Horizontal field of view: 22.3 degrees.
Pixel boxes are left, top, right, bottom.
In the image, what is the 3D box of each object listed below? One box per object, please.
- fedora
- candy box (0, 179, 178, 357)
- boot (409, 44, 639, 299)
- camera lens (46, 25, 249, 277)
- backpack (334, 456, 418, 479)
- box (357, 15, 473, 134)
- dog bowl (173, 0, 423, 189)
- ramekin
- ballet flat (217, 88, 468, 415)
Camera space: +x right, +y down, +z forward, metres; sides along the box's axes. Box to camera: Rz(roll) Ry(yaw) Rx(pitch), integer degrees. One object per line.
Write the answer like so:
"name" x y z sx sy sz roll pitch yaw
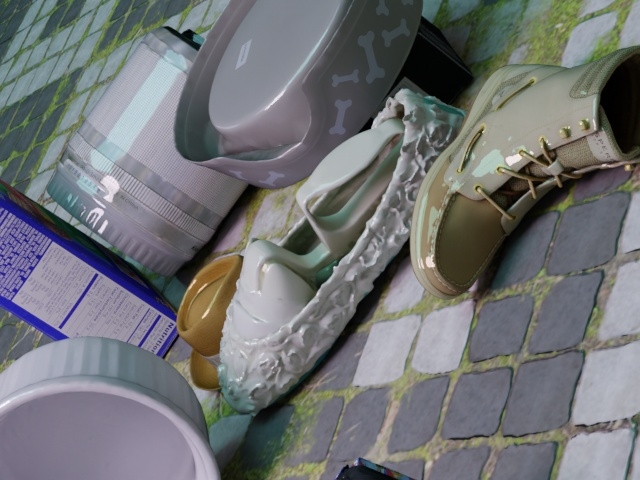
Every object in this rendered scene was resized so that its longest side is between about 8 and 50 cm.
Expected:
"fedora" -0.107 0.077 1.868 0.194 0.079 0.194 -38 31 28
"candy box" -0.355 0.032 2.061 0.122 0.317 0.268 -54 28 -1
"boot" 0.203 -0.064 1.517 0.203 0.095 0.262 -4 52 56
"camera lens" -0.191 -0.119 2.074 0.274 0.219 0.219 -54 27 1
"backpack" 0.052 0.284 1.303 0.173 0.158 0.117 -65 18 5
"box" 0.074 -0.183 1.859 0.156 0.093 0.158 -48 26 13
"dog bowl" -0.022 -0.211 1.831 0.349 0.102 0.348 -41 29 29
"ramekin" -0.243 0.236 1.707 0.277 0.277 0.135 -47 21 16
"ballet flat" 0.000 0.000 1.706 0.409 0.147 0.147 -49 27 10
